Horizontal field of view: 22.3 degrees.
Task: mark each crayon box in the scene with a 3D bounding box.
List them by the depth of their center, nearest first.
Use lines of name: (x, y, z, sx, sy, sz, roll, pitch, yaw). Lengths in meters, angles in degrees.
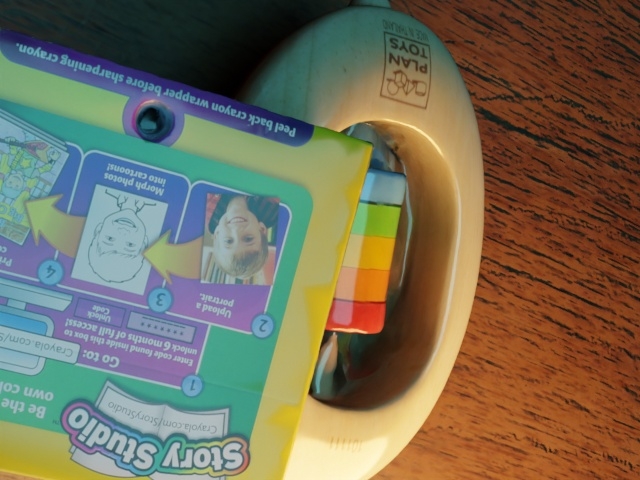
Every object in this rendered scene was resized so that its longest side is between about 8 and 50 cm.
crayon box: (-0.174, 0.026, 1.239, 0.362, 0.106, 0.313, 16, 89, -22)

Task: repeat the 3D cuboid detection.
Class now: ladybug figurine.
ladybug figurine: (0.000, 0.000, 1.470, 0.305, 0.162, 0.449, 12, 89, -37)
